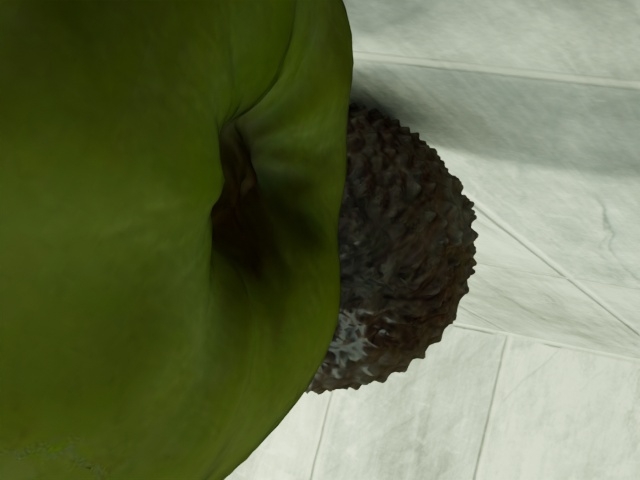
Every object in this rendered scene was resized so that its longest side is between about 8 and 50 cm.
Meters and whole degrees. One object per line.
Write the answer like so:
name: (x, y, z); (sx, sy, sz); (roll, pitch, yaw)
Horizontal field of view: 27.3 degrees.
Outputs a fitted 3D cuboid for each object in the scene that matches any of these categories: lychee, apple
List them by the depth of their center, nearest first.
apple: (-0.211, -0.057, 0.574); (0.474, 0.473, 0.473); (14, 173, 2)
lychee: (-0.004, -0.003, 1.231); (0.300, 0.300, 0.300); (14, 173, 2)
